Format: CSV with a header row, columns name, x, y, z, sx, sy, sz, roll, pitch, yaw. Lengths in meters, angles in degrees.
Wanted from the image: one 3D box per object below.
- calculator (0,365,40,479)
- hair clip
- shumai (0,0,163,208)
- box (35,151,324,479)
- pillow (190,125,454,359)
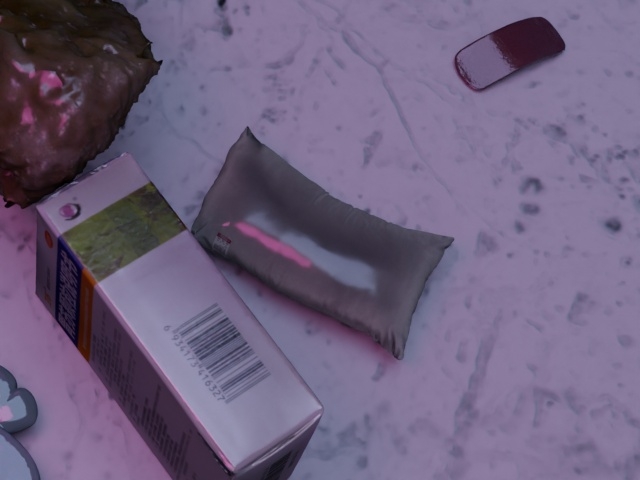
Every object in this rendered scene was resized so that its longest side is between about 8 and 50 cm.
name,x,y,z,sx,sy,sz,roll,pitch,yaw
calculator,-0.359,0.240,1.406,0.185,0.041,0.299,31,64,4
hair clip,0.213,-0.212,1.752,0.137,0.022,0.054,-26,75,-21
shumai,-0.321,-0.199,1.456,0.217,0.346,0.283,-45,115,5
box,-0.136,0.097,1.430,0.106,0.200,0.299,-32,75,-22
pillow,0.001,0.000,1.573,0.254,0.078,0.144,28,62,4
